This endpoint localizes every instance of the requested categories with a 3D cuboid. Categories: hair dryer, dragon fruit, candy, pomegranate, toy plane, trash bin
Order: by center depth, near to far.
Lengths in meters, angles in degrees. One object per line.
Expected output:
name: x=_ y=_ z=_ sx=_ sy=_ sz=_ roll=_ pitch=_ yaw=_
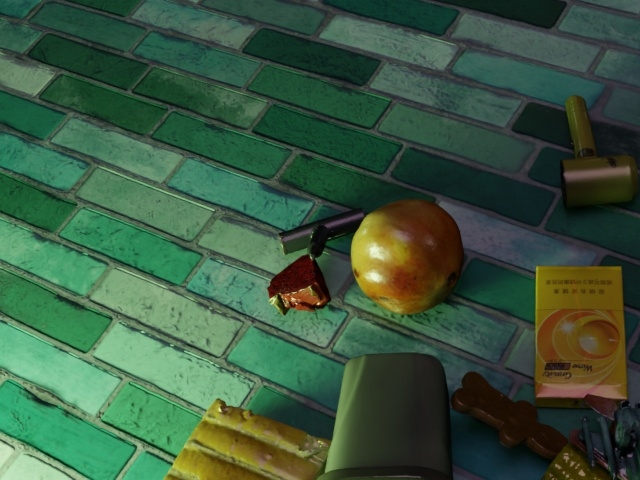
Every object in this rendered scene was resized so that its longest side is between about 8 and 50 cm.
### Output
toy plane: x=0.493 y=0.346 z=1.641 sx=0.223 sy=0.104 sz=0.326 roll=4 pitch=31 yaw=-5
candy: x=0.424 y=0.405 z=1.684 sx=0.106 sy=0.094 sz=0.199 roll=-36 pitch=59 yaw=-21
trash bin: x=0.114 y=0.323 z=1.746 sx=0.220 sy=0.219 sz=0.250 roll=-3 pitch=46 yaw=10
pomegranate: x=0.155 y=0.024 z=1.968 sx=0.209 sy=0.209 sz=0.209 roll=-6 pitch=52 yaw=8
dragon fruit: x=-0.038 y=0.097 z=2.042 sx=0.106 sy=0.083 sz=0.162 roll=-27 pitch=24 yaw=5
hair dryer: x=0.014 y=-0.004 z=2.064 sx=0.173 sy=0.050 sz=0.195 roll=-20 pitch=14 yaw=-3
hair dryer: x=0.518 y=-0.180 z=2.125 sx=0.135 sy=0.090 sz=0.278 roll=-7 pitch=46 yaw=9

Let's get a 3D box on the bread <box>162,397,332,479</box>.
bread: x=-0.120 y=0.401 z=1.800 sx=0.246 sy=0.111 sz=0.239 roll=18 pitch=60 yaw=24

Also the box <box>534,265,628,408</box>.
box: x=0.442 y=0.160 z=1.899 sx=0.152 sy=0.043 sz=0.269 roll=-1 pitch=52 yaw=12

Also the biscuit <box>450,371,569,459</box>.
biscuit: x=0.307 y=0.293 z=1.796 sx=0.205 sy=0.031 sz=0.138 roll=29 pitch=27 yaw=10
